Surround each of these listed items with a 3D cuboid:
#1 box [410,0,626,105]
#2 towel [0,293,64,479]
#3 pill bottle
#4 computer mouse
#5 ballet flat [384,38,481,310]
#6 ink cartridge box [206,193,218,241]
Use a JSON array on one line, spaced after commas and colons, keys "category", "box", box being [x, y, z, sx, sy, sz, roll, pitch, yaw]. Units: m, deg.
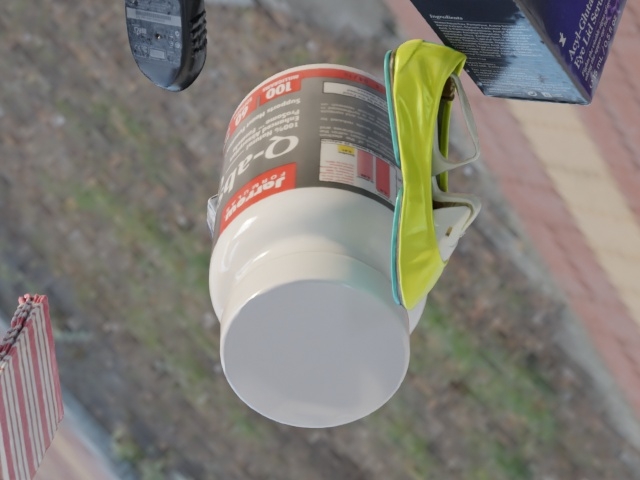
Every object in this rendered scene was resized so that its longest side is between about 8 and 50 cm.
[{"category": "box", "box": [0.163, -0.228, 1.541, 0.108, 0.153, 0.207, 8, 159, 34]}, {"category": "towel", "box": [-0.284, 0.153, 1.753, 0.029, 0.197, 0.144, 0, 115, 9]}, {"category": "pill bottle", "box": [0.000, 0.000, 1.816, 0.210, 0.210, 0.363, 58, -162, -29]}, {"category": "computer mouse", "box": [-0.122, -0.238, 1.515, 0.071, 0.041, 0.242, 18, 118, 35]}, {"category": "ballet flat", "box": [0.096, -0.053, 1.570, 0.077, 0.077, 0.231, 1, 100, 15]}, {"category": "ink cartridge box", "box": [-0.076, 0.054, 2.213, 0.208, 0.045, 0.206, 64, 172, 7]}]
